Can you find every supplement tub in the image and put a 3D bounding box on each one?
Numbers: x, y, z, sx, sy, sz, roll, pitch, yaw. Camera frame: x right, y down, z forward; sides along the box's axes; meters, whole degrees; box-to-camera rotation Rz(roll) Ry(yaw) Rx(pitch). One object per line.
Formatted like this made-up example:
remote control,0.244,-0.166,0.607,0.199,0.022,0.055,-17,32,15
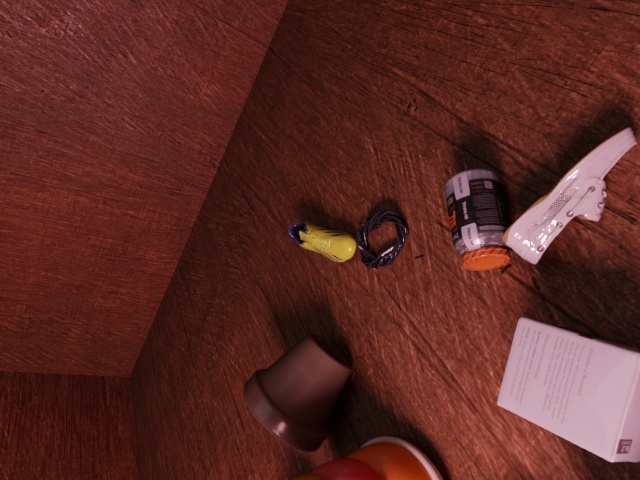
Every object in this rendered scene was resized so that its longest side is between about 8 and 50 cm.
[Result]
supplement tub,0.326,-0.041,0.972,0.117,0.116,0.191,-31,53,47

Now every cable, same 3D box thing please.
cable,0.160,-0.001,1.264,0.184,0.047,0.151,-18,64,52

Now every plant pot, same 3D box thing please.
plant pot,-0.038,0.386,1.269,0.229,0.263,0.263,-52,36,1

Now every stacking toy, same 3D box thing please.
stacking toy,-0.005,0.567,0.900,0.350,0.479,0.351,-26,57,50

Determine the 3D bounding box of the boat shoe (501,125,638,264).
boat shoe,0.454,-0.071,0.831,0.096,0.098,0.277,48,112,19

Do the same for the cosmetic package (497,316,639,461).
cosmetic package,0.406,0.221,0.723,0.183,0.151,0.152,14,89,56

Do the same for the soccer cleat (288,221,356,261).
soccer cleat,-0.001,0.001,1.432,0.289,0.121,0.094,18,93,56
